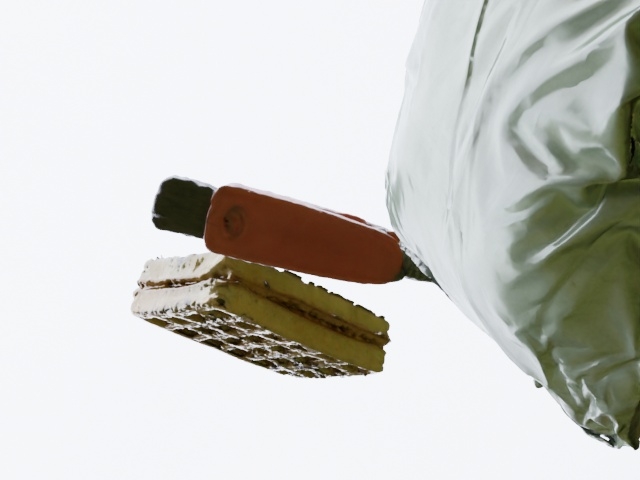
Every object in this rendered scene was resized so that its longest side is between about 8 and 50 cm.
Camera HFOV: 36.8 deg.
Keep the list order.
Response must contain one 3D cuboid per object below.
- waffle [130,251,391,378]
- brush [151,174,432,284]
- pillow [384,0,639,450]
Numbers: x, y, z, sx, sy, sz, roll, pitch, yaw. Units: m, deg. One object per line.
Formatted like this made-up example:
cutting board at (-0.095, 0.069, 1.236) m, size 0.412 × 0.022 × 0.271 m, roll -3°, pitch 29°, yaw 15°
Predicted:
waffle at (-0.089, 0.127, 1.589) m, size 0.376 × 0.261 × 0.114 m, roll 27°, pitch -116°, yaw -35°
brush at (0.000, 0.000, 0.905) m, size 0.323 × 0.051 × 0.070 m, roll 12°, pitch -81°, yaw -2°
pillow at (0.138, -0.058, 0.579) m, size 0.138 × 0.310 × 0.283 m, roll 4°, pitch -63°, yaw -23°
